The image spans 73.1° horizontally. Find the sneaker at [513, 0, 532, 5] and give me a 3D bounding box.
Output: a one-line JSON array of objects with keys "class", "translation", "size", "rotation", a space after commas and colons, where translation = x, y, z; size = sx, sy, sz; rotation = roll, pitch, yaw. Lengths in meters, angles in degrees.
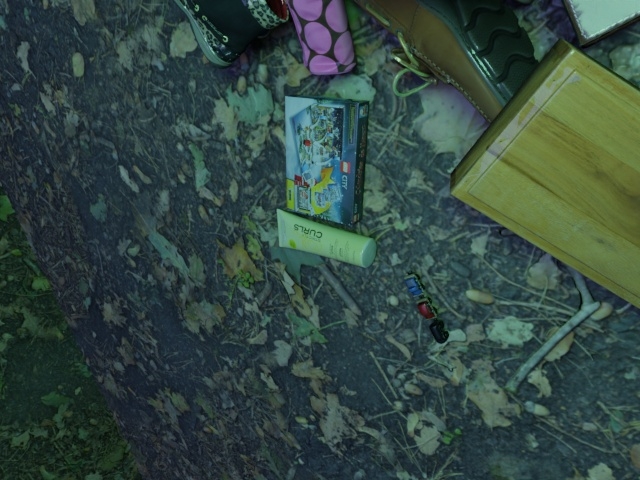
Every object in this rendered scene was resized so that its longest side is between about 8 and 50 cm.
[{"class": "sneaker", "translation": [0.226, -0.397, 0.575], "size": [0.188, 0.066, 0.071], "rotation": [46, 126, 8]}]

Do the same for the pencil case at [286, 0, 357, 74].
[{"class": "pencil case", "translation": [-0.010, -0.367, 0.688], "size": [0.098, 0.095, 0.209], "rotation": [-15, 129, 9]}]

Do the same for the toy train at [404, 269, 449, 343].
[{"class": "toy train", "translation": [0.205, 0.131, 0.842], "size": [0.027, 0.036, 0.158], "rotation": [-25, 95, 39]}]

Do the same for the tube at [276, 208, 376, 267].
[{"class": "tube", "translation": [0.000, 0.000, 0.912], "size": [0.240, 0.062, 0.070], "rotation": [17, 78, 33]}]

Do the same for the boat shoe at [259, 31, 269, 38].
[{"class": "boat shoe", "translation": [-0.149, -0.467, 0.806], "size": [0.066, 0.066, 0.183], "rotation": [4, 119, 54]}]

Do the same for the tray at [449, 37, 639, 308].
[{"class": "tray", "translation": [0.394, -0.040, 0.531], "size": [0.411, 0.076, 0.202], "rotation": [30, 127, -4]}]

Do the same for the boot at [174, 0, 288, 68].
[{"class": "boot", "translation": [-0.166, -0.435, 0.724], "size": [0.179, 0.085, 0.236], "rotation": [-11, 114, 39]}]

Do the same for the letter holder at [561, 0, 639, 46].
[{"class": "letter holder", "translation": [0.332, -0.399, 0.450], "size": [0.214, 0.152, 0.301], "rotation": [-22, 97, 37]}]

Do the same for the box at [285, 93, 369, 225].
[{"class": "box", "translation": [0.008, -0.157, 0.842], "size": [0.159, 0.044, 0.233], "rotation": [16, 118, 28]}]

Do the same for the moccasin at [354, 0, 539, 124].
[{"class": "moccasin", "translation": [0.159, -0.297, 0.621], "size": [0.380, 0.139, 0.147], "rotation": [47, 150, 8]}]
